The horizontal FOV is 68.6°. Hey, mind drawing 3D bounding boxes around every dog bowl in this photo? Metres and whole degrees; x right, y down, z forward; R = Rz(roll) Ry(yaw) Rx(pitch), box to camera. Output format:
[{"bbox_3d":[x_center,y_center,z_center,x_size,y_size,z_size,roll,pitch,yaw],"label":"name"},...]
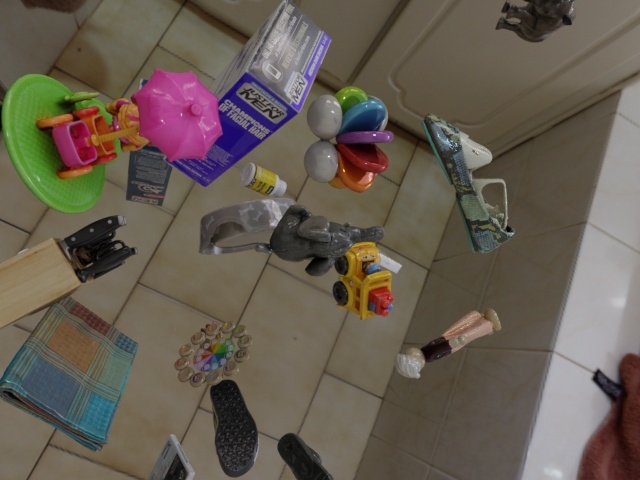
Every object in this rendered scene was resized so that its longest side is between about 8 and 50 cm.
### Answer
[{"bbox_3d":[-0.215,-0.043,1.469,0.348,0.349,0.102,-11,84,-19],"label":"dog bowl"}]

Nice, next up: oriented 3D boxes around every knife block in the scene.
[{"bbox_3d":[-0.438,0.053,0.749,0.088,0.242,0.275,60,32,-5],"label":"knife block"}]

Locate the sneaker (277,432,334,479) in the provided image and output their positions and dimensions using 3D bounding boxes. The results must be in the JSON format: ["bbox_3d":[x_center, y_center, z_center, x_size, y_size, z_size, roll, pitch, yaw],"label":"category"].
[{"bbox_3d":[-0.014,0.596,1.176,0.087,0.130,0.227,-42,51,-9],"label":"sneaker"}]

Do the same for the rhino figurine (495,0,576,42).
[{"bbox_3d":[0.380,-0.394,0.807,0.106,0.243,0.073,22,108,3],"label":"rhino figurine"}]

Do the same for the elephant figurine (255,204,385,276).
[{"bbox_3d":[0.000,0.000,1.155,0.169,0.239,0.186,34,79,-43],"label":"elephant figurine"}]

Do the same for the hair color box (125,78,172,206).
[{"bbox_3d":[-0.434,-0.235,1.211,0.105,0.347,0.174,8,69,-22],"label":"hair color box"}]

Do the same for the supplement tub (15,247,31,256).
[{"bbox_3d":[-0.564,0.074,0.912,0.071,0.107,0.071,26,35,-20],"label":"supplement tub"}]

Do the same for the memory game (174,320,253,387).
[{"bbox_3d":[-0.239,0.249,1.049,0.186,0.186,0.012,-32,127,-20],"label":"memory game"}]

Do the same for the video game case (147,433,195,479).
[{"bbox_3d":[-0.439,0.694,1.351,0.022,0.173,0.190,25,93,-40],"label":"video game case"}]

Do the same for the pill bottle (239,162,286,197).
[{"bbox_3d":[-0.151,-0.156,1.249,0.116,0.065,0.065,21,73,-36],"label":"pill bottle"}]

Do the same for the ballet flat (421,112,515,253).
[{"bbox_3d":[0.185,-0.075,0.567,0.070,0.070,0.188,-35,109,-20],"label":"ballet flat"}]

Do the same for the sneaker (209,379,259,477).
[{"bbox_3d":[-0.174,0.388,0.956,0.084,0.235,0.097,-7,120,-14],"label":"sneaker"}]

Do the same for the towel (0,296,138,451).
[{"bbox_3d":[-0.600,0.306,1.168,0.040,0.370,0.271,-39,115,12],"label":"towel"}]

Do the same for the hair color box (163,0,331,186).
[{"bbox_3d":[-0.143,-0.246,0.844,0.110,0.338,0.185,33,58,-24],"label":"hair color box"}]

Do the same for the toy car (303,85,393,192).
[{"bbox_3d":[0.065,-0.173,0.821,0.159,0.136,0.182,-10,114,-36],"label":"toy car"}]

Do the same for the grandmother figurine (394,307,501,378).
[{"bbox_3d":[0.381,0.324,1.455,0.342,0.208,0.104,-23,62,-14],"label":"grandmother figurine"}]

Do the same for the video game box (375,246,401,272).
[{"bbox_3d":[0.207,0.048,1.898,0.205,0.187,0.048,26,96,-46],"label":"video game box"}]

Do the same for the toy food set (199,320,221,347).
[{"bbox_3d":[-0.308,0.268,1.337,0.019,0.122,0.078,2,80,-43],"label":"toy food set"}]

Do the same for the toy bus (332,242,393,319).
[{"bbox_3d":[0.149,0.132,1.434,0.149,0.211,0.220,-10,112,-28],"label":"toy bus"}]

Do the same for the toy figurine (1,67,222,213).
[{"bbox_3d":[-0.168,-0.109,0.449,0.159,0.173,0.130,-9,111,8],"label":"toy figurine"}]
